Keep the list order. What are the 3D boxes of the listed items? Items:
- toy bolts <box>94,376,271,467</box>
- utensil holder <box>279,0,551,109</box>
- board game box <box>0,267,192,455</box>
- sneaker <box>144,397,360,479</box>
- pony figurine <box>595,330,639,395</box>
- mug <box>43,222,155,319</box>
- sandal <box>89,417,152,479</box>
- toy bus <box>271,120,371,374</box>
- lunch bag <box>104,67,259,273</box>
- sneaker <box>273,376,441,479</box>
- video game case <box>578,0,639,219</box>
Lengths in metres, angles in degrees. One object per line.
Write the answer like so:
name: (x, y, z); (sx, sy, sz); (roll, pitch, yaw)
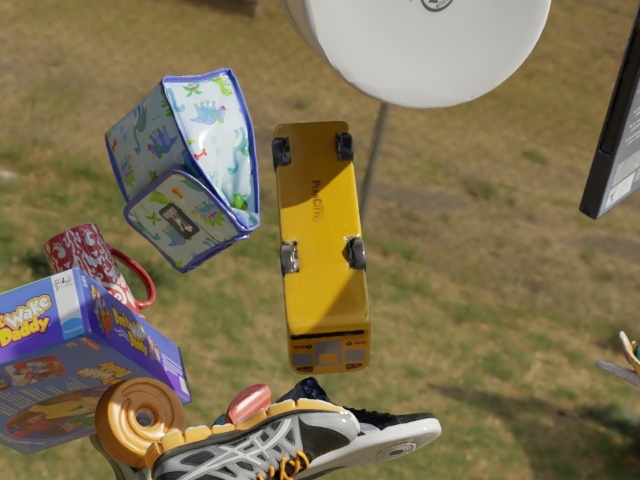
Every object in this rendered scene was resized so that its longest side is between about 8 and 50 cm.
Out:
toy bolts: (-0.154, 0.250, 1.557); (0.228, 0.158, 0.218); (-29, 82, -36)
utensil holder: (0.112, -0.348, 1.782); (0.327, 0.328, 0.385); (13, 14, -9)
board game box: (-0.318, 0.153, 1.603); (0.233, 0.078, 0.347); (-18, -22, 6)
sneaker: (-0.062, 0.219, 1.348); (0.215, 0.084, 0.083); (-17, 54, 2)
pony figurine: (0.545, 0.274, 1.719); (0.351, 0.363, 0.303); (-9, 9, 25)
mug: (-0.353, 0.068, 2.160); (0.169, 0.113, 0.150); (64, 22, 9)
sandal: (-0.256, 0.274, 1.915); (0.086, 0.303, 0.120); (-10, 36, 10)
toy bus: (0.000, 0.000, 1.783); (0.108, 0.130, 0.333); (-5, 52, -1)
lunch bag: (-0.117, -0.057, 1.220); (0.096, 0.151, 0.129); (-16, -9, -37)
sneaker: (0.030, 0.214, 1.682); (0.217, 0.079, 0.121); (-16, 63, 1)
video game case: (0.329, -0.168, 1.259); (0.026, 0.274, 0.196); (32, 44, 28)
